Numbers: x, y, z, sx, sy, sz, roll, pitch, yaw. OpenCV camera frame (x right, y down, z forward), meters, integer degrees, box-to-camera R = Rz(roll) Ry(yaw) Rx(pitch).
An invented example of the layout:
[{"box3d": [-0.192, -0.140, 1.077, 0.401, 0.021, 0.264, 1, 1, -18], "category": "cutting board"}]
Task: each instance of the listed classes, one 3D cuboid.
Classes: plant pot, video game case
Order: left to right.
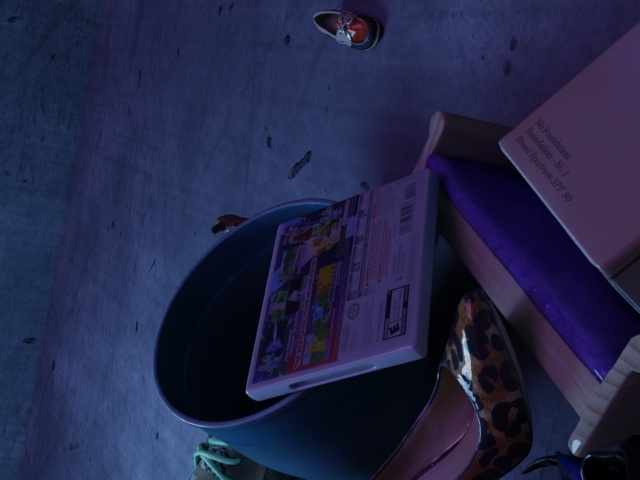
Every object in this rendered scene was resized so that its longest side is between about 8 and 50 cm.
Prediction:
[{"box3d": [0.006, 0.139, 1.056, 0.271, 0.255, 0.272, -24, 41, 22], "category": "plant pot"}, {"box3d": [0.022, 0.040, 0.902, 0.183, 0.023, 0.201, -20, 44, 32], "category": "video game case"}]

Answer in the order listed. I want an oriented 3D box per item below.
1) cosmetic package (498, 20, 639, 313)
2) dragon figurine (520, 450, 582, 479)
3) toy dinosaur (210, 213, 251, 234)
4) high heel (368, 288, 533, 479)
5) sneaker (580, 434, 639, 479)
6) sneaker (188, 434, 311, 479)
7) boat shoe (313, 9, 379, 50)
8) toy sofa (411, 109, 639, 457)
[{"box3d": [0.298, -0.100, 0.674, 0.309, 0.113, 0.160, -42, 41, 13], "category": "cosmetic package"}, {"box3d": [0.228, 0.227, 0.803, 0.289, 0.144, 0.085, 36, 113, 57], "category": "dragon figurine"}, {"box3d": [0.000, 0.000, 1.202, 0.295, 0.200, 0.127, -26, 61, 55], "category": "toy dinosaur"}, {"box3d": [0.076, 0.171, 0.810, 0.093, 0.186, 0.261, -124, 23, -60], "category": "high heel"}, {"box3d": [0.245, 0.172, 0.700, 0.106, 0.234, 0.078, 31, 115, 25], "category": "sneaker"}, {"box3d": [-0.097, 0.274, 1.236, 0.158, 0.182, 0.411, 3, 105, 55], "category": "sneaker"}, {"box3d": [0.037, -0.298, 1.371, 0.137, 0.043, 0.049, 39, 114, 55], "category": "boat shoe"}, {"box3d": [0.224, 0.005, 0.861, 0.177, 0.150, 0.362, -66, 33, 28], "category": "toy sofa"}]
